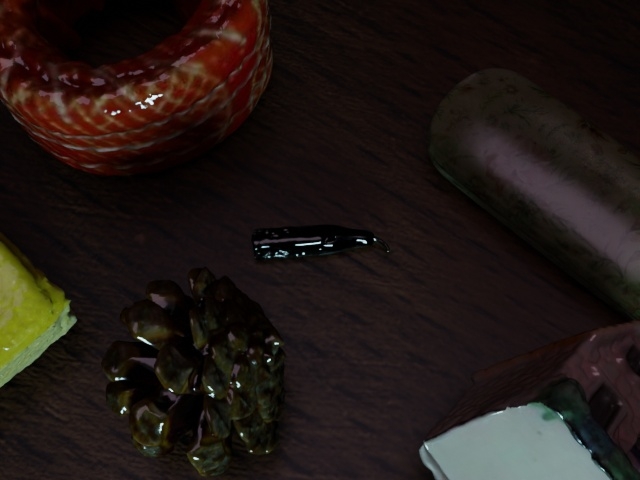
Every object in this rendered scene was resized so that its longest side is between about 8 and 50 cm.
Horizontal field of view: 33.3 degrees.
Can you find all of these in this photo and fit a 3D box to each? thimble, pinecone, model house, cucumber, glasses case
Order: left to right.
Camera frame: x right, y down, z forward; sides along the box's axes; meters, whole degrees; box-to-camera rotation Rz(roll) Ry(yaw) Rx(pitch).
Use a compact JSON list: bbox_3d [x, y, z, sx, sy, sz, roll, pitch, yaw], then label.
[{"bbox_3d":[-0.232,-0.256,1.272,0.350,0.230,0.350,0,72,0],"label":"thimble"},{"bbox_3d":[-0.132,0.142,1.131,0.201,0.229,0.202,3,44,42],"label":"pinecone"},{"bbox_3d":[0.000,0.000,1.273,0.163,0.039,0.043,-6,91,1],"label":"cucumber"},{"bbox_3d":[0.313,-0.042,1.251,0.425,0.098,0.156,39,77,13],"label":"glasses case"},{"bbox_3d":[0.277,0.205,1.086,0.237,0.202,0.237,50,47,-1],"label":"model house"}]

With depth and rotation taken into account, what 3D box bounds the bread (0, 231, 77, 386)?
[{"bbox_3d":[-0.490,0.065,1.159,0.333,0.143,0.323,-39,92,-17],"label":"bread"}]
